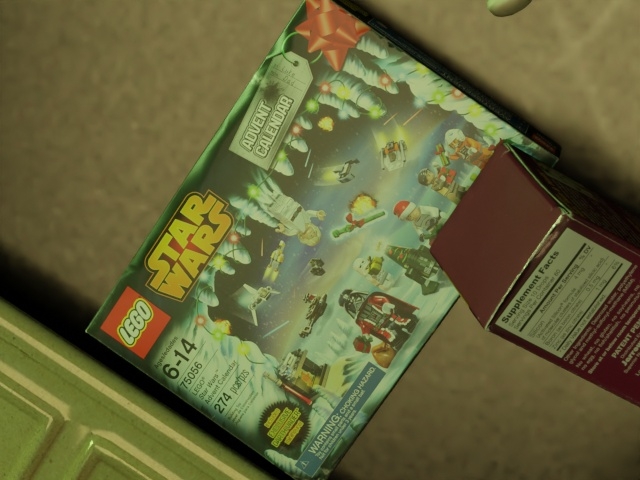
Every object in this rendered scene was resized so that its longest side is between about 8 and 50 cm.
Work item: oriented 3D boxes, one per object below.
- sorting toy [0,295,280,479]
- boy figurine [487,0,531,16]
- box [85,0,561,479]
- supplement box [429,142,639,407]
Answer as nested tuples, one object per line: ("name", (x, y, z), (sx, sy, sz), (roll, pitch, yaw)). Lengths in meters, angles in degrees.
("sorting toy", (-0.147, 0.166, 0.622), (0.229, 0.041, 0.307), (32, 105, -3))
("boy figurine", (0.079, -0.149, 0.491), (0.285, 0.092, 0.177), (6, 100, 11))
("box", (0.000, 0.000, 0.565), (0.094, 0.027, 0.137), (35, 105, 2))
("supplement box", (0.083, 0.014, 0.525), (0.083, 0.055, 0.043), (27, 106, -25))
